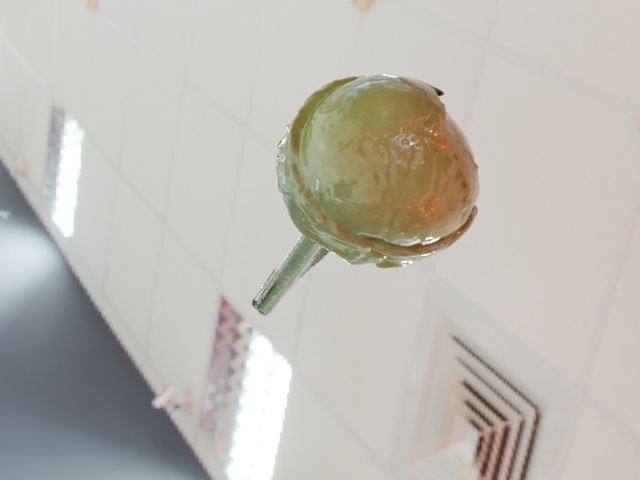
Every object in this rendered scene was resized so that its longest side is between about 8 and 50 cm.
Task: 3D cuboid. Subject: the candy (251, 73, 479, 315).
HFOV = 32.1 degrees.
[{"bbox_3d":[0.000,0.000,0.634,0.335,0.093,0.092,128,-47,-69],"label":"candy"}]
